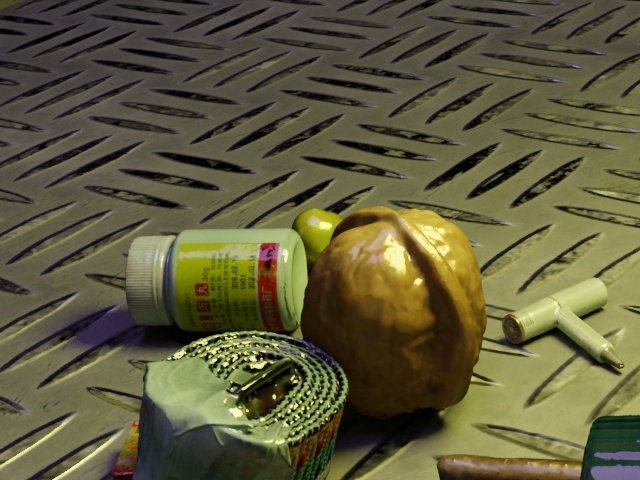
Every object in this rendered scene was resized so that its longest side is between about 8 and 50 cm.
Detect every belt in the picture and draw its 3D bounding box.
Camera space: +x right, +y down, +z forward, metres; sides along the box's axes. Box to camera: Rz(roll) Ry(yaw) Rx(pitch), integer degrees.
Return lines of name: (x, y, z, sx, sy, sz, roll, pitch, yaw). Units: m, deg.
belt: (-0.089, 0.204, 1.821, 0.207, 0.150, 0.257, 24, 31, 27)

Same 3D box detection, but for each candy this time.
candy: (-0.196, 0.252, 1.899, 0.062, 0.038, 0.122, -3, 24, 8)

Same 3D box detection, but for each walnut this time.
walnut: (0.088, 0.082, 1.947, 0.224, 0.257, 0.257, -23, 29, -32)

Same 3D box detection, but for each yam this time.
yam: (0.254, 0.257, 1.768, 0.263, 0.046, 0.046, 3, 26, 18)

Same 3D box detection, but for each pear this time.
pear: (0.000, 0.000, 2.365, 0.092, 0.092, 0.097, -7, 66, -2)

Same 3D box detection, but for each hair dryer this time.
hair dryer: (0.346, 0.116, 2.081, 0.154, 0.044, 0.183, -23, 34, -30)

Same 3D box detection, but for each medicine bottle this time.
medicine bottle: (-0.136, 0.053, 2.203, 0.225, 0.139, 0.139, 0, 25, 12)

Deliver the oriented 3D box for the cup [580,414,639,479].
cup: (0.380, 0.293, 1.454, 0.292, 0.242, 0.308, 0, 48, 17)
